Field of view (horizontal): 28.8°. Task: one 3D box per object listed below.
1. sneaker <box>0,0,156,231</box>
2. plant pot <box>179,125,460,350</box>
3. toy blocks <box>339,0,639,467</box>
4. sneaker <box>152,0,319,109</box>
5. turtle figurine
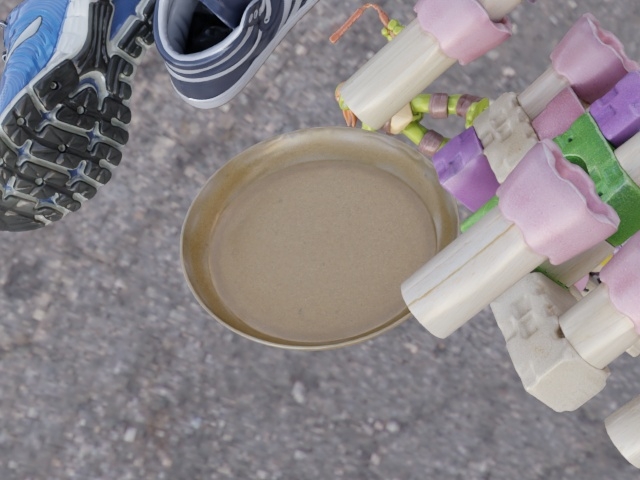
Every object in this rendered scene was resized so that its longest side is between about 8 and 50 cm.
[{"bbox_3d":[-0.254,-0.159,1.228,0.147,0.130,0.330,13,73,51],"label":"sneaker"},{"bbox_3d":[0.000,0.000,1.053,0.236,0.032,0.236,-4,51,5],"label":"plant pot"},{"bbox_3d":[0.218,-0.049,0.827,0.260,0.309,0.288,-41,35,20],"label":"toy blocks"},{"bbox_3d":[-0.058,-0.261,1.185,0.099,0.153,0.282,33,87,10],"label":"sneaker"},{"bbox_3d":[0.099,-0.155,1.619,0.217,0.087,0.269,23,106,20],"label":"turtle figurine"}]
